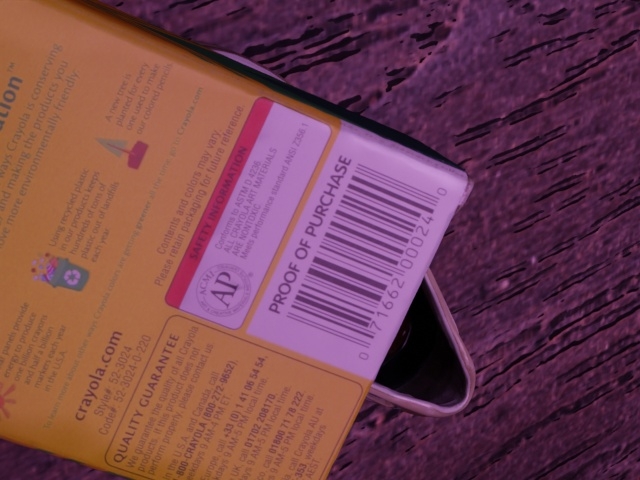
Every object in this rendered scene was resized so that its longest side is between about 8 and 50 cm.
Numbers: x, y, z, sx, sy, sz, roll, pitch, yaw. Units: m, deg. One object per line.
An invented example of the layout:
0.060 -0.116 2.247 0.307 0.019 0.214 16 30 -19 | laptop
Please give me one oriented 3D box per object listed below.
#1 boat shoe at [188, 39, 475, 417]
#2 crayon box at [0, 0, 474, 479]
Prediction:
0.000 0.000 0.891 0.113 0.103 0.302 -51 135 -6 | boat shoe
-0.114 -0.008 0.751 0.319 0.081 0.202 23 99 -21 | crayon box
